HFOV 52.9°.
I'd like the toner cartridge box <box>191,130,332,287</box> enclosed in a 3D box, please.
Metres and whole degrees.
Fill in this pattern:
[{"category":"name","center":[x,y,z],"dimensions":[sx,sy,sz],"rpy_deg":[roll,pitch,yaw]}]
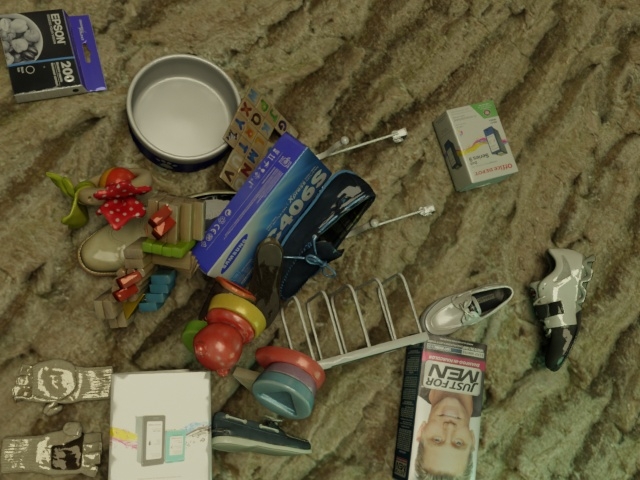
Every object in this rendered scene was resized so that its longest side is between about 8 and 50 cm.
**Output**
[{"category":"toner cartridge box","center":[-0.129,-0.060,1.440],"dimensions":[0.075,0.165,0.348],"rpy_deg":[39,91,26]}]

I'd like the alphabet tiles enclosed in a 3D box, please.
[{"category":"alphabet tiles","center":[-0.155,-0.220,1.550],"dimensions":[0.198,0.009,0.237],"rpy_deg":[42,65,-44]}]

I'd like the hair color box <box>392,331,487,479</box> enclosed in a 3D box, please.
[{"category":"hair color box","center":[0.288,0.407,1.541],"dimensions":[0.174,0.105,0.347],"rpy_deg":[11,77,-12]}]

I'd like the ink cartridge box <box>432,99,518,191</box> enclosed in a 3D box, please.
[{"category":"ink cartridge box","center":[0.417,-0.253,1.736],"dimensions":[0.154,0.093,0.212],"rpy_deg":[-14,84,-19]}]

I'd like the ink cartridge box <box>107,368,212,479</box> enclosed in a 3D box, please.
[{"category":"ink cartridge box","center":[-0.329,0.406,1.324],"dimensions":[0.197,0.198,0.270],"rpy_deg":[1,77,-14]}]

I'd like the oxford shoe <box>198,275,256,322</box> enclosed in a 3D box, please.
[{"category":"oxford shoe","center":[-0.206,0.146,1.376],"dimensions":[0.097,0.271,0.098],"rpy_deg":[31,72,-3]}]

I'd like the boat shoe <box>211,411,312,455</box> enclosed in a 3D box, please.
[{"category":"boat shoe","center":[-0.127,0.429,1.417],"dimensions":[0.255,0.095,0.079],"rpy_deg":[17,56,-29]}]

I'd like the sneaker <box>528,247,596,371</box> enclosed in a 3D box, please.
[{"category":"sneaker","center":[0.609,0.175,1.694],"dimensions":[0.146,0.122,0.330],"rpy_deg":[16,74,7]}]

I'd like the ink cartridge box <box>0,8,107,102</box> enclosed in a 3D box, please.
[{"category":"ink cartridge box","center":[-0.629,-0.439,1.512],"dimensions":[0.208,0.045,0.206],"rpy_deg":[-14,81,-19]}]

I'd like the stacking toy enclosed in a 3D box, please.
[{"category":"stacking toy","center":[-0.168,0.273,1.325],"dimensions":[0.309,0.279,0.130],"rpy_deg":[43,49,-18]}]

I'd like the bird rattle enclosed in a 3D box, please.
[{"category":"bird rattle","center":[-0.455,-0.117,1.394],"dimensions":[0.207,0.254,0.143],"rpy_deg":[-50,127,-53]}]

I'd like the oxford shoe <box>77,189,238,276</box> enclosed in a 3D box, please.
[{"category":"oxford shoe","center":[-0.350,-0.035,1.443],"dimensions":[0.397,0.146,0.140],"rpy_deg":[-24,85,-19]}]

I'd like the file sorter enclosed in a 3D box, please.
[{"category":"file sorter","center":[0.068,0.193,1.488],"dimensions":[0.278,0.193,0.173],"rpy_deg":[-11,78,-18]}]

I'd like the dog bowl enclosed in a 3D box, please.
[{"category":"dog bowl","center":[-0.324,-0.300,1.533],"dimensions":[0.265,0.104,0.264],"rpy_deg":[3,77,-14]}]

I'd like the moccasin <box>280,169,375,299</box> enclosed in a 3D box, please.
[{"category":"moccasin","center":[0.000,0.000,1.481],"dimensions":[0.117,0.138,0.342],"rpy_deg":[37,102,29]}]

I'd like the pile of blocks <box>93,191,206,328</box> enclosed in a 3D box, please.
[{"category":"pile of blocks","center":[-0.352,0.067,1.328],"dimensions":[0.149,0.112,0.362],"rpy_deg":[32,112,-1]}]

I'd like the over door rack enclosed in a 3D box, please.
[{"category":"over door rack","center":[0.124,-0.147,1.623],"dimensions":[0.324,0.108,0.239],"rpy_deg":[-17,83,-19]}]

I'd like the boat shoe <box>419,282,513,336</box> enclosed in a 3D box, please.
[{"category":"boat shoe","center":[0.372,0.167,1.632],"dimensions":[0.258,0.084,0.095],"rpy_deg":[-26,86,-19]}]

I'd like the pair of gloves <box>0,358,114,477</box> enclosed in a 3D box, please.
[{"category":"pair of gloves","center":[-0.550,0.371,1.353],"dimensions":[0.204,0.042,0.240],"rpy_deg":[9,75,-13]}]

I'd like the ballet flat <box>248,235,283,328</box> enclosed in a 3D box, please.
[{"category":"ballet flat","center":[-0.129,0.099,1.466],"dimensions":[0.084,0.058,0.249],"rpy_deg":[5,120,-10]}]
